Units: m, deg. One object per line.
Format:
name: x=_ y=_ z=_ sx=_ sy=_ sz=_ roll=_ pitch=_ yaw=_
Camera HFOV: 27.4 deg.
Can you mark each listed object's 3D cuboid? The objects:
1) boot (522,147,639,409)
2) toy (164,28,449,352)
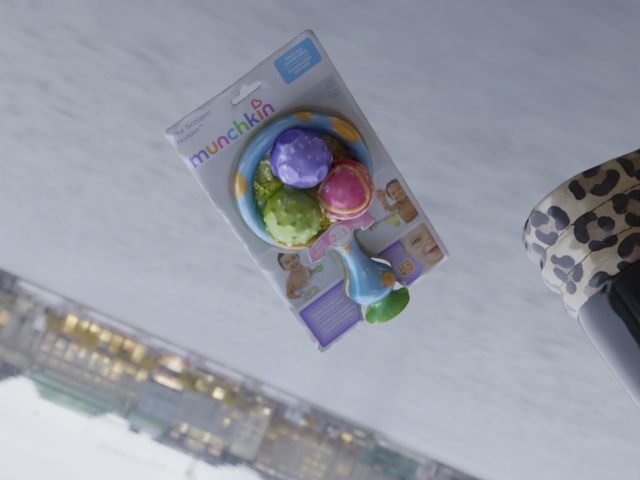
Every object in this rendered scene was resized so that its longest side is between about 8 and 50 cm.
boot: x=0.285 y=0.081 z=0.773 sx=0.377 sy=0.138 sz=0.284 roll=-6 pitch=-122 yaw=-50
toy: x=0.003 y=-0.026 z=1.021 sx=0.237 sy=0.137 sz=0.056 roll=56 pitch=175 yaw=-31
